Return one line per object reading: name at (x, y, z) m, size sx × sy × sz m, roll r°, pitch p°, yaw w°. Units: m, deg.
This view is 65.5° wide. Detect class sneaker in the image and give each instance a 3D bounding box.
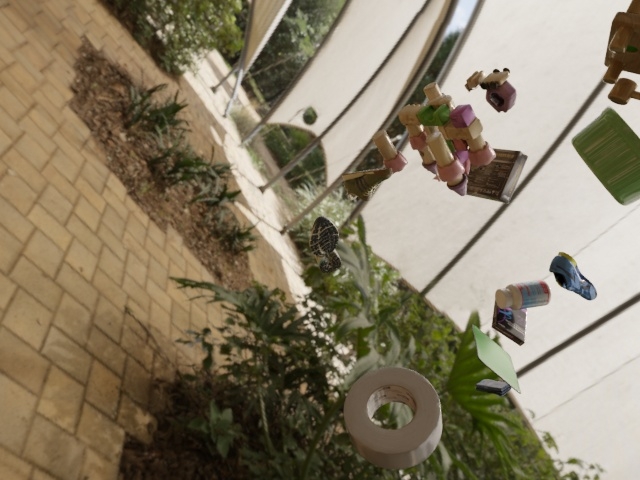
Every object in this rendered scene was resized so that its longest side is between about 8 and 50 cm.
sneaker at (0.748, 0.126, 1.487) m, size 0.209 × 0.082 × 0.069 m, roll 44°, pitch -10°, yaw -23°
sneaker at (0.000, 0.000, 1.813) m, size 0.283 × 0.110 × 0.122 m, roll 83°, pitch -15°, yaw -51°
sneaker at (0.137, -0.156, 1.407) m, size 0.192 × 0.064 × 0.086 m, roll 1°, pitch -76°, yaw 54°

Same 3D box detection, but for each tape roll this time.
tape roll at (0.165, 0.399, 1.136) m, size 0.219 × 0.219 × 0.072 m, roll -113°, pitch -174°, yaw -52°

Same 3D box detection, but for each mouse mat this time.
mouse mat at (0.474, 0.317, 1.350) m, size 0.152 × 0.007 × 0.190 m, roll 40°, pitch 21°, yaw -4°

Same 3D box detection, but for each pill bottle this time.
pill bottle at (0.661, 0.180, 1.627) m, size 0.087 × 0.160 × 0.087 m, roll 173°, pitch -90°, yaw -80°

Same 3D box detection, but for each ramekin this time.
ramekin at (0.921, -0.252, 1.539) m, size 0.303 × 0.148 × 0.303 m, roll 34°, pitch 33°, yaw -27°

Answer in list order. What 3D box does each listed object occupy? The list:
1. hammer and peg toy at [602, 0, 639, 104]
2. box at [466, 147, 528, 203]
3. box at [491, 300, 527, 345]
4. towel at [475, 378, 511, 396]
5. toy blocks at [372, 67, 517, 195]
hammer and peg toy at (0.844, -0.436, 1.221) m, size 0.266 × 0.127 × 0.361 m, roll 27°, pitch 5°, yaw 27°
box at (0.617, -0.245, 1.821) m, size 0.056 × 0.183 × 0.231 m, roll 22°, pitch 1°, yaw -34°
box at (0.633, 0.260, 1.661) m, size 0.116 × 0.029 × 0.162 m, roll 32°, pitch 44°, yaw -2°
towel at (0.612, 0.520, 1.760) m, size 0.119 × 0.067 × 0.029 m, roll -14°, pitch -87°, yaw 59°
toy blocks at (0.367, -0.263, 1.369) m, size 0.260 × 0.309 × 0.288 m, roll 53°, pitch -16°, yaw -29°
